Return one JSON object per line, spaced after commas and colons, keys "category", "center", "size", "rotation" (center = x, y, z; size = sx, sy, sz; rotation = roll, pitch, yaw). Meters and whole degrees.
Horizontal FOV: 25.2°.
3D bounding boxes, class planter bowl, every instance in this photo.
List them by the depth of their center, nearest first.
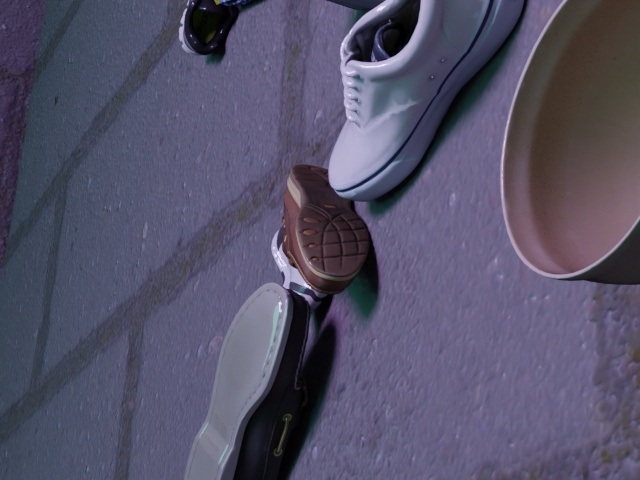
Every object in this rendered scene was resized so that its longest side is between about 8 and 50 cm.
{"category": "planter bowl", "center": [0.178, -0.049, 0.724], "size": [0.162, 0.109, 0.162], "rotation": [-167, 90, -68]}

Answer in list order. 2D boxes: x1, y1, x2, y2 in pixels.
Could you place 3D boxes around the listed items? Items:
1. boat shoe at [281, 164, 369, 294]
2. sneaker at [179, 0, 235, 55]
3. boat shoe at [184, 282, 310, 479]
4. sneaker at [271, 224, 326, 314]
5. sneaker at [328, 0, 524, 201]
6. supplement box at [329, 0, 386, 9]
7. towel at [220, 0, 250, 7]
{"category": "boat shoe", "center": [0.000, 0.000, 1.211], "size": [0.178, 0.064, 0.060], "rotation": [-103, 28, -60]}
{"category": "sneaker", "center": [-0.126, -0.294, 1.688], "size": [0.075, 0.063, 0.170], "rotation": [-127, 49, -63]}
{"category": "boat shoe", "center": [-0.052, 0.141, 1.237], "size": [0.081, 0.069, 0.227], "rotation": [46, 121, 51]}
{"category": "sneaker", "center": [-0.014, 0.022, 1.268], "size": [0.044, 0.040, 0.109], "rotation": [-44, 39, 28]}
{"category": "sneaker", "center": [0.054, -0.130, 1.103], "size": [0.258, 0.091, 0.094], "rotation": [124, 150, -42]}
{"category": "supplement box", "center": [0.036, -0.259, 1.196], "size": [0.220, 0.114, 0.111], "rotation": [-153, 78, -69]}
{"category": "towel", "center": [-0.025, -0.390, 1.526], "size": [0.336, 0.040, 0.243], "rotation": [175, 108, -68]}
